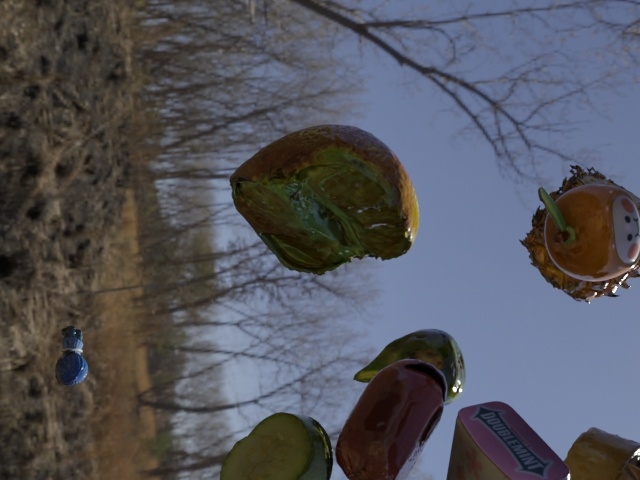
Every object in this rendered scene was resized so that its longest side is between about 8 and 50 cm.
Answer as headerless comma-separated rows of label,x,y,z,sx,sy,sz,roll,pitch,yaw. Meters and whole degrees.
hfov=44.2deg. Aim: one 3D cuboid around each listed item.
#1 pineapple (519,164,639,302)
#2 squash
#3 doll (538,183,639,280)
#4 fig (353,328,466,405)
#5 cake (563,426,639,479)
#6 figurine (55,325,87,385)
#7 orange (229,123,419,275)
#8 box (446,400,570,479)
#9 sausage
pineapple,0.735,-0.009,2.158,0.300,0.352,0.352,-52,-140,30
squash,-0.090,0.429,1.534,0.133,0.220,0.220,37,21,-41
doll,0.558,-0.015,1.681,0.213,0.236,0.213,5,-84,55
fig,0.214,0.318,1.952,0.206,0.275,0.206,-10,90,-68
cake,0.753,0.652,1.907,0.321,0.332,0.332,19,-60,39
figurine,-0.543,0.254,1.738,0.077,0.079,0.136,47,35,-47
orange,0.012,-0.069,1.326,0.262,0.334,0.196,56,36,-21
box,0.266,0.457,1.231,0.190,0.112,0.369,-130,-140,-58
sausage,0.135,0.336,1.460,0.152,0.279,0.152,24,-38,21
